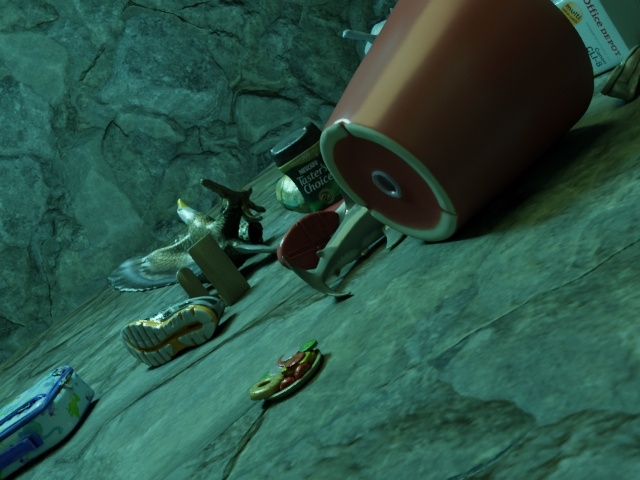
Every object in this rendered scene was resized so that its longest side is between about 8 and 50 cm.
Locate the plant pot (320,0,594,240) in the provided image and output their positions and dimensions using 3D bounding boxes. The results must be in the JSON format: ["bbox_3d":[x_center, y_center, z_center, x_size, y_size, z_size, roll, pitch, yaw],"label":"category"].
[{"bbox_3d":[0.146,-0.150,0.928,0.243,0.275,0.275,-51,16,-19],"label":"plant pot"}]

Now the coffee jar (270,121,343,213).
[{"bbox_3d":[-0.001,-0.107,1.316,0.096,0.184,0.079,-32,12,21],"label":"coffee jar"}]

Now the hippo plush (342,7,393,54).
[{"bbox_3d":[0.222,-0.371,1.643,0.234,0.236,0.294,-22,3,15],"label":"hippo plush"}]

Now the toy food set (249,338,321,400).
[{"bbox_3d":[-0.035,0.140,0.819,0.083,0.020,0.082,-30,12,28],"label":"toy food set"}]

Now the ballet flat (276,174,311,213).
[{"bbox_3d":[0.060,-0.172,1.648,0.348,0.123,0.123,-39,12,-20],"label":"ballet flat"}]

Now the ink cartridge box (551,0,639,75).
[{"bbox_3d":[0.398,-0.323,1.167,0.127,0.128,0.176,-44,13,-34],"label":"ink cartridge box"}]

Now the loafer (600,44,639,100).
[{"bbox_3d":[0.392,-0.208,0.968,0.125,0.039,0.045,-42,-21,-41],"label":"loafer"}]

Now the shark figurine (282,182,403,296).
[{"bbox_3d":[0.043,-0.027,1.054,0.278,0.116,0.166,-38,10,-23],"label":"shark figurine"}]

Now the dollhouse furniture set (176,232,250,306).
[{"bbox_3d":[-0.245,0.091,1.380,0.151,0.123,0.144,-22,18,51],"label":"dollhouse furniture set"}]

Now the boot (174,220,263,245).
[{"bbox_3d":[-0.205,0.009,1.734,0.179,0.085,0.236,-12,-6,14],"label":"boot"}]

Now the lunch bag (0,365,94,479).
[{"bbox_3d":[-0.501,0.319,1.304,0.219,0.090,0.176,-34,14,13],"label":"lunch bag"}]

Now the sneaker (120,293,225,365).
[{"bbox_3d":[-0.244,0.146,1.283,0.215,0.084,0.083,-17,18,29],"label":"sneaker"}]

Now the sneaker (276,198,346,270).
[{"bbox_3d":[0.000,0.000,1.194,0.221,0.087,0.128,-29,-4,-37],"label":"sneaker"}]

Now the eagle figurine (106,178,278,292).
[{"bbox_3d":[-0.244,0.012,1.525,0.298,0.226,0.225,-50,31,14],"label":"eagle figurine"}]
